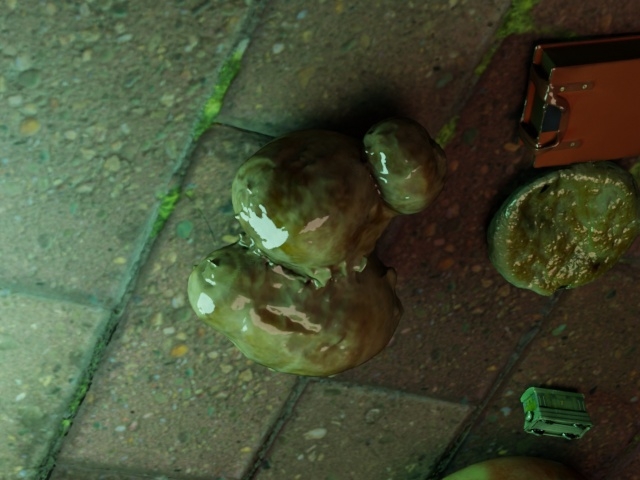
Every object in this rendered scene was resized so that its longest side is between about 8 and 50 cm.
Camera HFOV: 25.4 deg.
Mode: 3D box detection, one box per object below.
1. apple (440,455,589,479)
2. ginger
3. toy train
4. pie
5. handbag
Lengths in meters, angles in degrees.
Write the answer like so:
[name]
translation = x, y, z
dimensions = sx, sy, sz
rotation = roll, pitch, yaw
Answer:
[apple]
translation = 0.247, 0.436, 1.795
dimensions = 0.319, 0.277, 0.319
rotation = -8, 129, -10
[ginger]
translation = 0.000, 0.000, 1.439
dimensions = 0.245, 0.155, 0.304
rotation = 7, 127, -19
[toy train]
translation = 0.294, 0.216, 1.772
dimensions = 0.093, 0.056, 0.038
rotation = 10, 142, -23
[pie]
translation = 0.274, -0.016, 1.583
dimensions = 0.187, 0.041, 0.187
rotation = -8, 130, -10
[handbag]
translation = 0.304, -0.147, 1.473
dimensions = 0.190, 0.063, 0.127
rotation = -9, 131, -15
